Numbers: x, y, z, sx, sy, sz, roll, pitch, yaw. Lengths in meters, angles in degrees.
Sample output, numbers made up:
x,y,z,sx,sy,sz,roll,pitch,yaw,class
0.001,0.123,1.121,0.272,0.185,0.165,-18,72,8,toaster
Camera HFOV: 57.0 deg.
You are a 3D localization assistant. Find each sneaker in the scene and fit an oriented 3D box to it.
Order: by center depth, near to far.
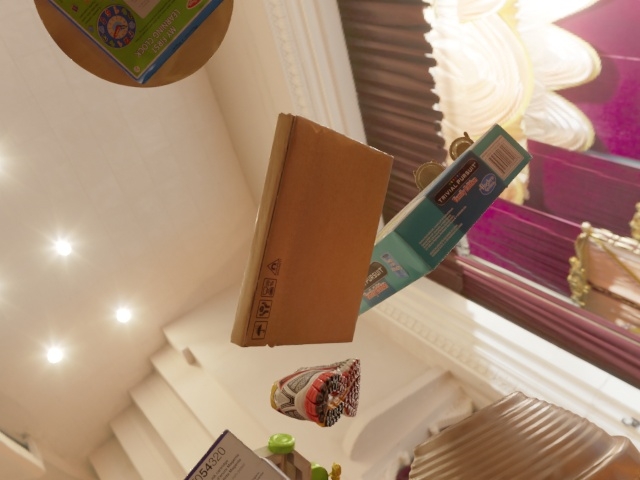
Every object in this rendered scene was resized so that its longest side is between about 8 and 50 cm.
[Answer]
x,y,z,sx,sy,sz,roll,pitch,yaw,class
0.001,0.212,0.857,0.225,0.093,0.088,26,-112,-67,sneaker

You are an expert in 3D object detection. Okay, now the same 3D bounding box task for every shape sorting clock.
x,y,z,sx,sy,sz,roll,pitch,yaw,class
-0.195,-0.267,0.626,0.206,0.040,0.206,-5,-65,-10,shape sorting clock

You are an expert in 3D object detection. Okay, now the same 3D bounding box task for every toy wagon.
x,y,z,sx,sy,sz,roll,pitch,yaw,class
-0.101,0.528,1.193,0.344,0.068,0.267,-6,-78,-42,toy wagon

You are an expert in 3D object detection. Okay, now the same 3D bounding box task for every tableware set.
x,y,z,sx,sy,sz,roll,pitch,yaw,class
0.278,-0.122,1.173,0.169,0.020,0.141,-37,-86,5,tableware set

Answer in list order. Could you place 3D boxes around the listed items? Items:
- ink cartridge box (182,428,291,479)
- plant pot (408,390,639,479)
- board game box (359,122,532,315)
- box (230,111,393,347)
x,y,z,sx,sy,sz,roll,pitch,yaw,class
-0.125,0.520,0.898,0.324,0.330,0.071,-48,-6,-16,ink cartridge box
0.167,0.217,0.555,0.237,0.109,0.237,-24,-20,-10,plant pot
0.151,-0.013,0.945,0.079,0.336,0.254,46,-115,2,board game box
0.000,0.000,0.556,0.164,0.021,0.201,11,-88,-52,box
